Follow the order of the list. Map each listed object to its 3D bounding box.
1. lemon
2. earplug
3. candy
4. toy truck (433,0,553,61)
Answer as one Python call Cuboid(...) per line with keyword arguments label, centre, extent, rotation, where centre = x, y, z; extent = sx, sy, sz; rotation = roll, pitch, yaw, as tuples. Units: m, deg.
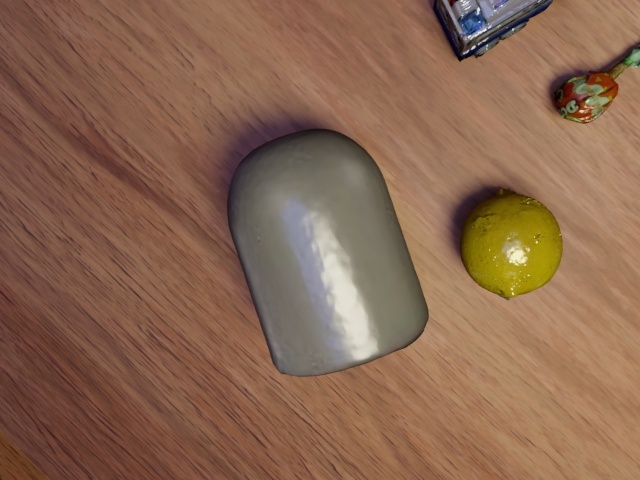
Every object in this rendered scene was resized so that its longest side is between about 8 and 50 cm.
Cuboid(label="lemon", centre=(0.341, 0.004, 0.747), extent=(0.173, 0.173, 0.206), rotation=(-7, 80, 17))
Cuboid(label="earplug", centre=(0.000, 0.000, 0.762), extent=(0.312, 0.312, 0.394), rotation=(-15, 99, 18))
Cuboid(label="candy", centre=(0.520, -0.310, 0.683), extent=(0.287, 0.078, 0.084), rotation=(-42, 70, 11))
Cuboid(label="toy truck", centre=(0.326, -0.415, 0.653), extent=(0.268, 0.155, 0.124), rotation=(-28, 95, 19))
